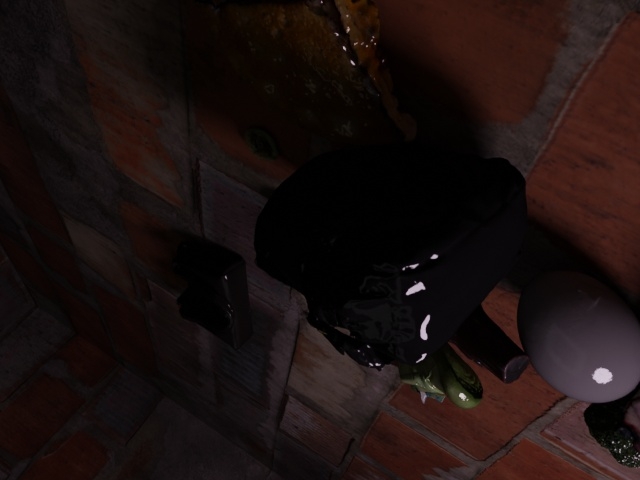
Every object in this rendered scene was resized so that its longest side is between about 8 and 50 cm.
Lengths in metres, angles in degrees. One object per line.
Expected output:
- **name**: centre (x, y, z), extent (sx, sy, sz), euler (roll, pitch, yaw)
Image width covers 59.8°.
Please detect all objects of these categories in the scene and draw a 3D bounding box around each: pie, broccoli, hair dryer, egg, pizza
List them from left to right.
- **pie**: centre (-0.121, -0.195, 1.131), extent (0.085, 0.017, 0.085), euler (25, 143, 20)
- **pizza**: centre (-0.020, -0.288, 0.842), extent (0.409, 0.114, 0.277), euler (31, 147, 10)
- **hair dryer**: centre (0.299, 0.199, 1.073), extent (0.340, 0.123, 0.312), euler (49, 179, -42)
- **egg**: centre (0.412, 0.148, 0.891), extent (0.176, 0.176, 0.232), euler (-20, 106, 52)
- **broccoli**: centre (0.563, 0.320, 0.988), extent (0.146, 0.138, 0.162), euler (49, 120, 30)

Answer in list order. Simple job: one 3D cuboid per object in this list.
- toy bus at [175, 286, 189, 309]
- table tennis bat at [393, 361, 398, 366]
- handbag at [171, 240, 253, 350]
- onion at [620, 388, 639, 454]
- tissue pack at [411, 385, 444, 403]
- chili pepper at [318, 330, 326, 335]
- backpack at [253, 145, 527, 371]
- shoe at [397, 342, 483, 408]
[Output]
- **toy bus**: centre (-0.364, 0.226, 1.787), extent (0.182, 0.091, 0.103), euler (22, 142, 21)
- **table tennis bat**: centre (0.145, 0.243, 1.391), extent (0.220, 0.019, 0.130), euler (48, 146, -16)
- **handbag**: centre (-0.315, 0.155, 1.596), extent (0.257, 0.113, 0.285), euler (19, 127, 32)
- **onion**: centre (0.636, 0.251, 0.816), extent (0.280, 0.146, 0.314), euler (34, 139, 14)
- **tissue pack**: centre (0.257, 0.335, 1.339), extent (0.085, 0.079, 0.111), euler (18, 141, 30)
- **chili pepper**: centre (0.057, 0.273, 1.488), extent (0.208, 0.049, 0.043), euler (27, 101, 21)
- **backpack**: centre (0.079, -0.007, 0.890), extent (0.446, 0.363, 0.254), euler (25, 144, 46)
- **shoe**: centre (0.240, 0.261, 1.153), extent (0.140, 0.262, 0.128), euler (23, 110, -26)
